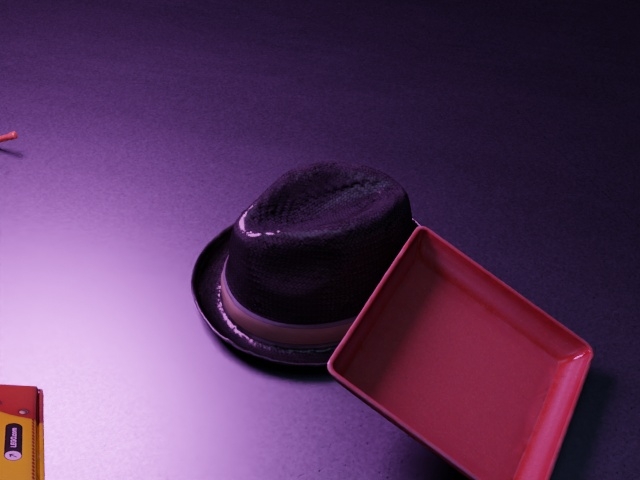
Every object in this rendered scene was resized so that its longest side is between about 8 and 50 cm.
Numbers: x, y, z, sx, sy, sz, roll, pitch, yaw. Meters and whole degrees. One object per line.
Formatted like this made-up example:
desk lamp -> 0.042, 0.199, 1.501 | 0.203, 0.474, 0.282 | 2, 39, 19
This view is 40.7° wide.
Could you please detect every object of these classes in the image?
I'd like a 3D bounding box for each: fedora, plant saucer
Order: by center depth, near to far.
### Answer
plant saucer -> 0.158, 0.140, 0.960 | 0.259, 0.048, 0.258 | 35, 48, 3
fedora -> 0.000, 0.000, 1.085 | 0.333, 0.153, 0.334 | 1, 41, -1

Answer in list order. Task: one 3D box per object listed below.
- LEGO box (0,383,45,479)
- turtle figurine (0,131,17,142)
LEGO box -> -0.361, 0.276, 0.503 | 0.372, 0.193, 0.500 | 7, 18, -20
turtle figurine -> -0.604, -0.139, 1.260 | 0.269, 0.087, 0.217 | 9, 42, 7
